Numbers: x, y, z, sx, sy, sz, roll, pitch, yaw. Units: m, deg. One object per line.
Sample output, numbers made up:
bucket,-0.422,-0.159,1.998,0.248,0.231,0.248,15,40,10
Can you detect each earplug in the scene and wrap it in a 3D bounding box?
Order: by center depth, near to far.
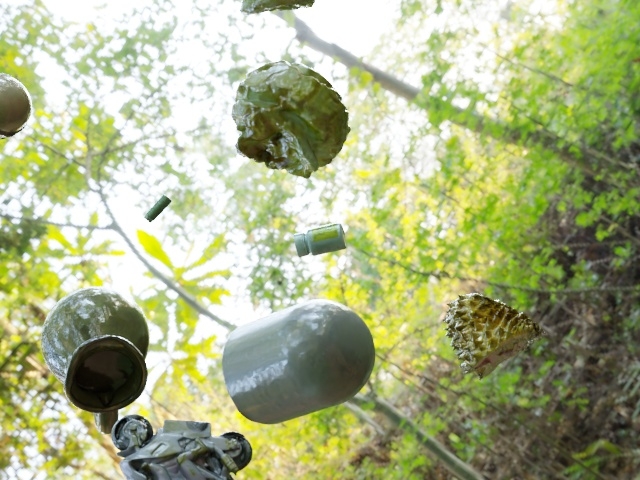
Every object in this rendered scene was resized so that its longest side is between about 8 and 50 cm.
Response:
earplug,-0.043,0.331,2.114,0.394,0.313,0.312,-25,9,42

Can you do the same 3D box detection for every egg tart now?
egg tart,-0.099,-0.567,1.752,0.197,0.197,0.078,-33,-57,-53

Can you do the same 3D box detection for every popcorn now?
popcorn,-0.054,-0.227,1.392,0.184,0.221,0.204,-63,0,-38

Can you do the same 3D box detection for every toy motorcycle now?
toy motorcycle,-0.223,0.351,1.169,0.073,0.225,0.152,106,175,-49

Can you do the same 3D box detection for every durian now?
durian,0.382,0.223,1.854,0.185,0.196,0.305,-22,-19,-19

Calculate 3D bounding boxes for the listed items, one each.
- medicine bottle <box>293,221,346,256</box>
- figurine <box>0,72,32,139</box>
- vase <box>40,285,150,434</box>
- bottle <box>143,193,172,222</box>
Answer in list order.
medicine bottle,0.000,0.000,1.270,0.083,0.047,0.047,-12,-18,5
figurine,-0.613,-0.174,1.148,0.306,0.411,0.241,-43,-65,-39
vase,-0.495,0.291,1.712,0.241,0.302,0.329,-8,-62,-22
bottle,-0.433,-0.084,2.011,0.083,0.030,0.030,-49,-17,-8
